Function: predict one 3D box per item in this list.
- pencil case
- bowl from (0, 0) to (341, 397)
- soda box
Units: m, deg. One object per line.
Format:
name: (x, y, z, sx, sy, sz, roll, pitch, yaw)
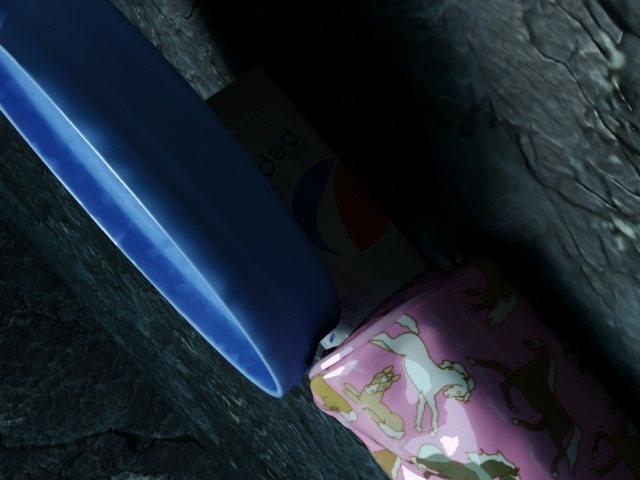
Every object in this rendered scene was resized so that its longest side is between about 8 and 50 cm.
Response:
pencil case: (0.160, 0.196, 0.900, 0.386, 0.160, 0.167, 52, 164, 3)
bowl: (-0.133, -0.054, 0.946, 0.391, 0.077, 0.391, 46, 169, 12)
soda box: (0.000, 0.000, 1.064, 0.286, 0.091, 0.098, 51, 165, 11)
